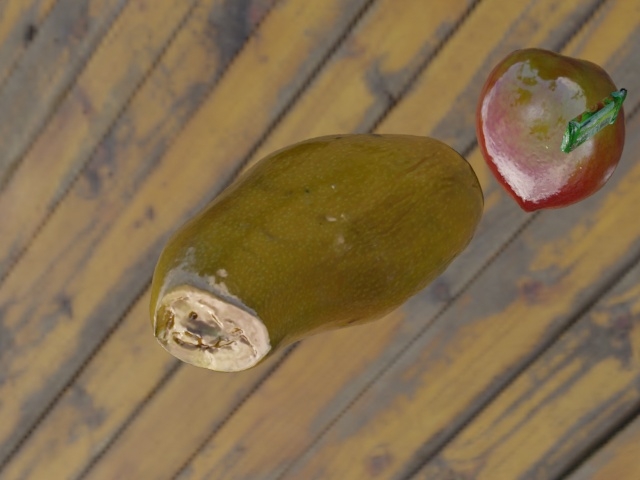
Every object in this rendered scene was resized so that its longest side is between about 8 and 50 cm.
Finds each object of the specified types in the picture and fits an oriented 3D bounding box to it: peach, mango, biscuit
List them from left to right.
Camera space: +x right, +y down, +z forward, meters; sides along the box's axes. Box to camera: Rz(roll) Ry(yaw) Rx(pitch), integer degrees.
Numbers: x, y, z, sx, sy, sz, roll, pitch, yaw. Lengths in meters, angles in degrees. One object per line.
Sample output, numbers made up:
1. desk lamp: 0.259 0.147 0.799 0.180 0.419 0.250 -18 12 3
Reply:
1. mango: -0.004 -0.001 1.314 0.187 0.359 0.144 35 133 38
2. peach: 0.277 -0.128 1.891 0.197 0.197 0.197 4 96 45
3. biscuit: 0.270 -0.118 1.562 0.016 0.089 0.046 40 144 23
